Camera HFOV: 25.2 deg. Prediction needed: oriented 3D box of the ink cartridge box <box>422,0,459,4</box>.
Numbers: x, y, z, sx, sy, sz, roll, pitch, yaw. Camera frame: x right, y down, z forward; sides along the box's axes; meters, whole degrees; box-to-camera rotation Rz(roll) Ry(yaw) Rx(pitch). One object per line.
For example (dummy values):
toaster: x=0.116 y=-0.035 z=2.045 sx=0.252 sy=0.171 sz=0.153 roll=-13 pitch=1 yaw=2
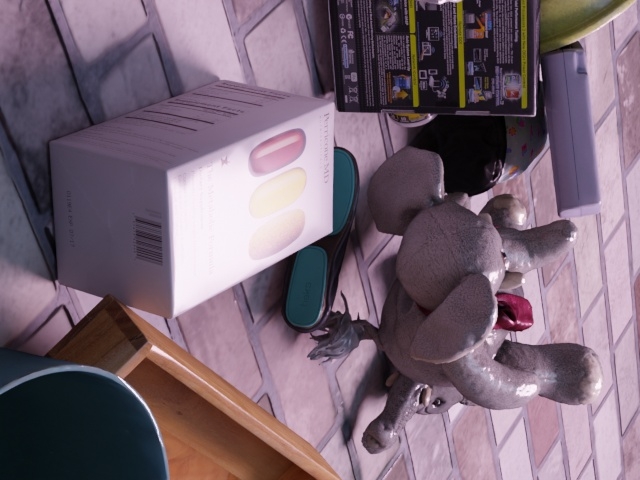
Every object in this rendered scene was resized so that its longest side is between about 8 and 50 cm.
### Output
ink cartridge box: x=0.030 y=-0.307 z=1.233 sx=0.226 sy=0.306 sz=0.131 roll=-33 pitch=129 yaw=-49

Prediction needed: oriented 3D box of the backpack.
backpack: x=0.210 y=-0.139 z=1.766 sx=0.182 sy=0.115 sz=0.152 roll=-37 pitch=134 yaw=-57

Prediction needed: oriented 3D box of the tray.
tray: x=-0.146 y=0.216 z=1.329 sx=0.203 sy=0.076 sz=0.411 roll=-44 pitch=144 yaw=0

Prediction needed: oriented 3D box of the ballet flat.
ballet flat: x=0.000 y=0.000 z=1.550 sx=0.074 sy=0.074 sz=0.203 roll=15 pitch=86 yaw=-59

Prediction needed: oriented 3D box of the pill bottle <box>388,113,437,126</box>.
pill bottle: x=0.095 y=-0.189 z=1.615 sx=0.065 sy=0.065 sz=0.116 roll=-55 pitch=142 yaw=-30

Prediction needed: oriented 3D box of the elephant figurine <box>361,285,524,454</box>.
elephant figurine: x=0.157 y=0.144 z=1.803 sx=0.169 sy=0.186 sz=0.239 roll=-112 pitch=-143 yaw=-69

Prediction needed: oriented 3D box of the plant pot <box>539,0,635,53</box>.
plant pot: x=0.201 y=-0.376 z=1.552 sx=0.276 sy=0.276 sz=0.254 roll=-53 pitch=131 yaw=-32

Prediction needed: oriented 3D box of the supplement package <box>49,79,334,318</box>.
supplement package: x=-0.108 y=-0.046 z=1.288 sx=0.244 sy=0.134 sz=0.139 roll=-29 pitch=127 yaw=-50

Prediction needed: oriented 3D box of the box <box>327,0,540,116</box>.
box: x=0.116 y=-0.261 z=1.471 sx=0.060 sy=0.216 sz=0.270 roll=-68 pitch=156 yaw=-58

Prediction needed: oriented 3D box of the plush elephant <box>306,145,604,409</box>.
plush elephant: x=0.162 y=0.040 z=1.555 sx=0.330 sy=0.272 sz=0.255 roll=-8 pitch=156 yaw=-19

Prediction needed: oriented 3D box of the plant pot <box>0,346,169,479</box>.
plant pot: x=-0.289 y=0.200 z=1.008 sx=0.293 sy=0.235 sz=0.293 roll=-29 pitch=125 yaw=-50

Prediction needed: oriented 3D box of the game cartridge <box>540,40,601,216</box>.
game cartridge: x=0.286 y=-0.129 z=1.650 sx=0.294 sy=0.060 sz=0.196 roll=-51 pitch=130 yaw=-77
